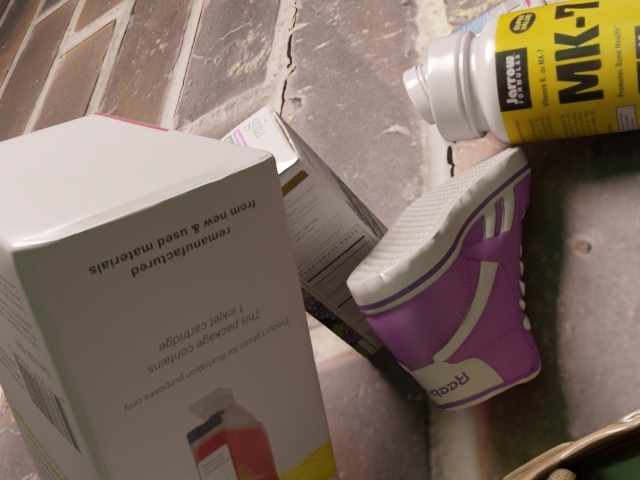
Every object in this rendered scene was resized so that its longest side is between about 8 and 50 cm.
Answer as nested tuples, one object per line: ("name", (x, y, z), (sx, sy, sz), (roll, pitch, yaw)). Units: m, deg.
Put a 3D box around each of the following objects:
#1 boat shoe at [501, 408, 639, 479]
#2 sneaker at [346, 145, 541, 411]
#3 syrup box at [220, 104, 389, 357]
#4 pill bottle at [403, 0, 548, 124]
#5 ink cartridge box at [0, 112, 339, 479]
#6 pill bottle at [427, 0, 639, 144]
("boat shoe", (0.151, 0.188, 0.449), (0.341, 0.110, 0.121), (-38, 41, 12))
("sneaker", (0.135, 0.033, 0.605), (0.102, 0.161, 0.282), (-28, 10, 43))
("syrup box", (0.000, 0.000, 0.635), (0.096, 0.237, 0.093), (-40, 41, 10))
("pill bottle", (0.172, -0.188, 0.747), (0.160, 0.087, 0.087), (-26, 45, 24))
("ink cartridge box", (-0.135, 0.118, 0.546), (0.160, 0.384, 0.279), (-26, 28, -32))
("pill bottle", (0.209, -0.149, 0.631), (0.209, 0.119, 0.119), (-5, 56, 26))
